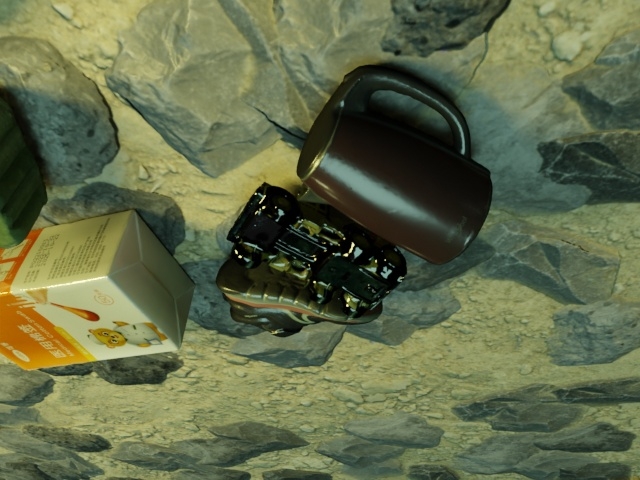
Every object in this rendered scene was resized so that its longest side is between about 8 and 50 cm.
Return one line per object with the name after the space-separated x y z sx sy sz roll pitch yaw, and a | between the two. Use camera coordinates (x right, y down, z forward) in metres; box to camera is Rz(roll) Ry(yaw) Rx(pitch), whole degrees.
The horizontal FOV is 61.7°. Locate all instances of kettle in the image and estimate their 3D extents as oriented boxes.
0.096 -0.096 0.678 0.232 0.144 0.202 25 115 -19 | kettle

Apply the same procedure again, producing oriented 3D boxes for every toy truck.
-0.002 0.002 0.799 0.257 0.127 0.127 24 128 -21 | toy truck

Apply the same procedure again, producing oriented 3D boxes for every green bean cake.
-0.512 -0.103 0.717 0.227 0.125 0.222 6 141 0 | green bean cake

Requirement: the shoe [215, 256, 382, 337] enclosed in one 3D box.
-0.038 0.115 0.933 0.291 0.114 0.137 9 133 -3 | shoe

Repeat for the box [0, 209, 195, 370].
-0.425 0.096 0.919 0.341 0.143 0.225 -11 137 14 | box
